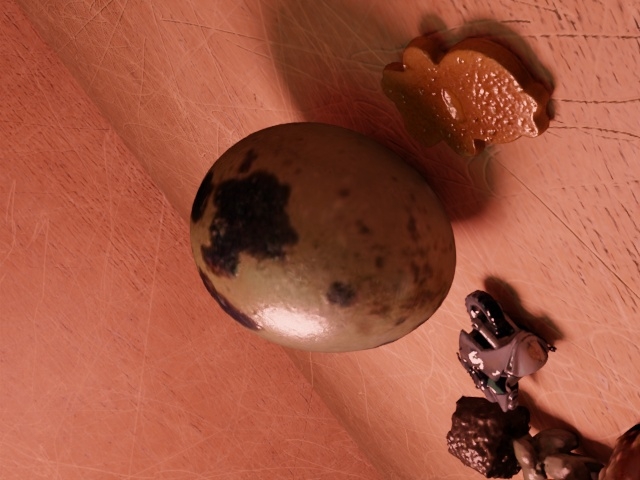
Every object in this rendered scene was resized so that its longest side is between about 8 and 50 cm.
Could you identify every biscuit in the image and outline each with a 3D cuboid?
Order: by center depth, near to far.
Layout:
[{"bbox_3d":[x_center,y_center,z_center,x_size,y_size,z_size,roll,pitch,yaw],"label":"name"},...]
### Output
[{"bbox_3d":[0.166,-0.171,0.732,0.166,0.036,0.225,55,157,-20],"label":"biscuit"}]

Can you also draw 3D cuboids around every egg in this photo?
[{"bbox_3d":[0.000,0.000,0.948,0.428,0.345,0.345,26,151,32],"label":"egg"}]

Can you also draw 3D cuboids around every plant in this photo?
[{"bbox_3d":[0.379,0.396,1.164,0.275,0.149,0.146,16,-171,34],"label":"plant"}]

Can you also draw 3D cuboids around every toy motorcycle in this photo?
[{"bbox_3d":[0.304,0.200,1.039,0.159,0.106,0.270,39,156,42],"label":"toy motorcycle"}]

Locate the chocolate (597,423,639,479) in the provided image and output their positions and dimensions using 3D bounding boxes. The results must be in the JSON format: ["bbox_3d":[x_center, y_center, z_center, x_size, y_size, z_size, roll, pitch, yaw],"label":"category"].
[{"bbox_3d":[0.494,0.434,0.908,0.225,0.210,0.340,33,156,33],"label":"chocolate"}]

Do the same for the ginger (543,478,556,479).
[{"bbox_3d":[0.426,0.515,1.077,0.109,0.116,0.263,-24,125,26],"label":"ginger"}]

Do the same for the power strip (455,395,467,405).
[{"bbox_3d":[0.354,0.407,1.431,0.111,0.029,0.038,56,160,-12],"label":"power strip"}]
